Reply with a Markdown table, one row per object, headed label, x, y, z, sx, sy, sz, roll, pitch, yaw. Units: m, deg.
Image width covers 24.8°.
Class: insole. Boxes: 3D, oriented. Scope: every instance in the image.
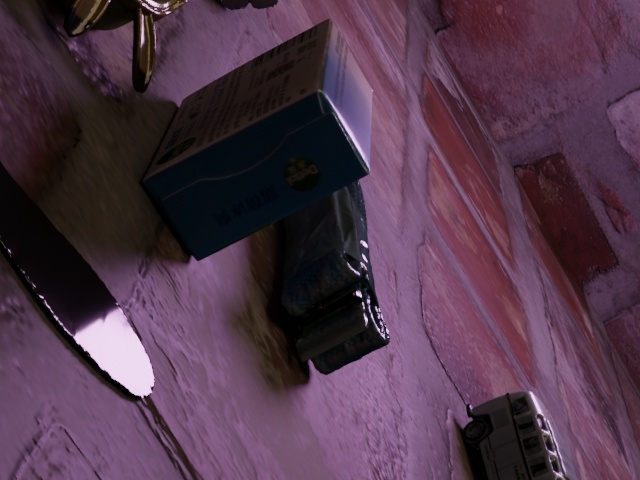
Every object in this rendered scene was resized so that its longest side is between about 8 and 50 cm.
| label | x | y | z | sx | sy | sz | roll | pitch | yaw |
| --- | --- | --- | --- | --- | --- | --- | --- | --- | --- |
| insole | -0.154 | -0.003 | 0.765 | 0.232 | 0.003 | 0.080 | 56 | 14 | -23 |

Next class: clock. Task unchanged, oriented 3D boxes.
| label | x | y | z | sx | sy | sz | roll | pitch | yaw |
| --- | --- | --- | --- | --- | --- | --- | --- | --- | --- |
| clock | -0.163 | -0.219 | 1.031 | 0.170 | 0.069 | 0.232 | 44 | 23 | -54 |

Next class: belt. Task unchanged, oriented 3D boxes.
| label | x | y | z | sx | sy | sz | roll | pitch | yaw |
| --- | --- | --- | --- | --- | --- | --- | --- | --- | --- |
| belt | 0.000 | 0.000 | 1.194 | 0.087 | 0.072 | 0.302 | 59 | 11 | -28 |

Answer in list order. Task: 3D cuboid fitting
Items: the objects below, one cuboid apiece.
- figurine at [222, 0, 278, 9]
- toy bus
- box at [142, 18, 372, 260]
| label | x | y | z | sx | sy | sz | roll | pitch | yaw |
| --- | --- | --- | --- | --- | --- | --- | --- | --- | --- |
| figurine | -0.076 | -0.330 | 1.467 | 0.126 | 0.147 | 0.192 | 78 | 8 | -70 |
| toy bus | 0.207 | 0.238 | 1.441 | 0.087 | 0.089 | 0.194 | 51 | 18 | -36 |
| box | -0.039 | -0.077 | 1.049 | 0.073 | 0.139 | 0.194 | 58 | 14 | -18 |
